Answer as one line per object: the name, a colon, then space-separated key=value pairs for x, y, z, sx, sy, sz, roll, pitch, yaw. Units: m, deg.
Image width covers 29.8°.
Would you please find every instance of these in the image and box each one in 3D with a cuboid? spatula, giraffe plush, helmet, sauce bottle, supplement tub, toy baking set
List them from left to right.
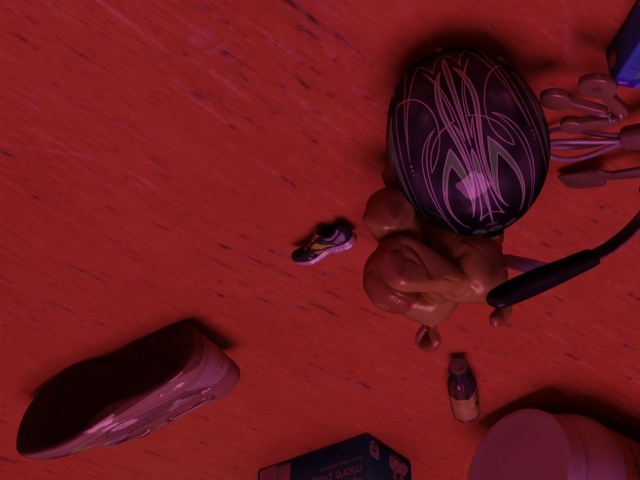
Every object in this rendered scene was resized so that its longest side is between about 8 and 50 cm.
giraffe plush: x=0.118 y=0.026 z=1.298 sx=0.210 sy=0.181 sz=0.170 roll=31 pitch=148 yaw=-10
sauce bottle: x=0.193 y=0.202 z=1.625 sx=0.042 sy=0.042 sz=0.128 roll=-6 pitch=144 yaw=8
helmet: x=0.139 y=-0.094 z=1.138 sx=0.169 sy=0.169 sz=0.161 roll=-7 pitch=154 yaw=10
supplement tub: x=0.384 y=0.378 z=1.704 sx=0.316 sy=0.228 sz=0.228 roll=26 pitch=136 yaw=-31
spatula: x=0.297 y=-0.001 z=1.222 sx=0.296 sy=0.084 sz=0.030 roll=-29 pitch=125 yaw=-11
toy baking set: x=0.312 y=-0.111 z=1.176 sx=0.197 sy=0.030 sz=0.256 roll=7 pitch=159 yaw=12

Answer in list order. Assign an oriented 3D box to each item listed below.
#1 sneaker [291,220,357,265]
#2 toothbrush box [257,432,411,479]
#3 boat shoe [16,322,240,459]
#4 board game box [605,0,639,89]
sneaker: x=0.000 y=0.000 z=1.372 sx=0.083 sy=0.031 sz=0.035 roll=-23 pitch=124 yaw=21
toothbrush box: x=0.019 y=0.465 z=1.769 sx=0.216 sy=0.295 sz=0.126 roll=-24 pitch=137 yaw=30
boat shoe: x=-0.261 y=0.223 z=1.591 sx=0.341 sy=0.121 sz=0.110 roll=-25 pitch=136 yaw=28
board game box: x=0.373 y=-0.211 z=1.067 sx=0.160 sy=0.047 sz=0.210 roll=8 pitch=142 yaw=-10
